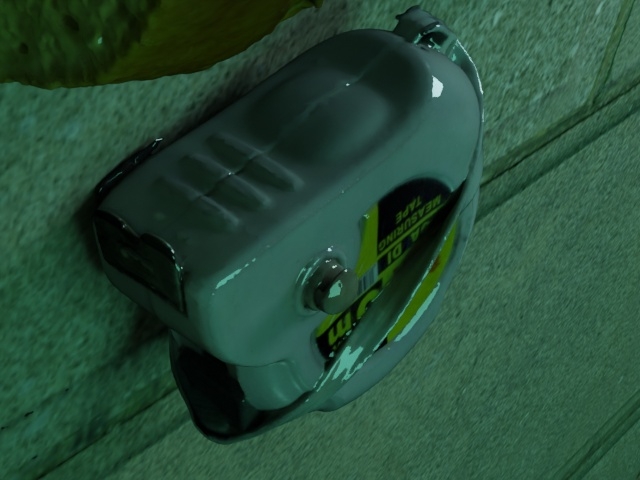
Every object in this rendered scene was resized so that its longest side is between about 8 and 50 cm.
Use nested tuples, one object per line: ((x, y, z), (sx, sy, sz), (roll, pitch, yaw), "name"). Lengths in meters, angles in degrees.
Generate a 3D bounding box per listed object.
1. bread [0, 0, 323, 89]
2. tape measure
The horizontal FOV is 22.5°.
((-0.048, -0.143, 0.546), (0.129, 0.134, 0.260), (-36, 148, -42), "bread")
((0.000, 0.000, 0.836), (0.236, 0.120, 0.197), (-40, 145, -30), "tape measure")
